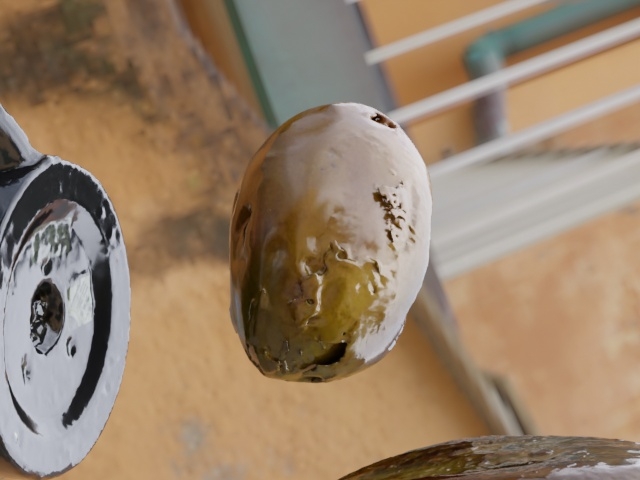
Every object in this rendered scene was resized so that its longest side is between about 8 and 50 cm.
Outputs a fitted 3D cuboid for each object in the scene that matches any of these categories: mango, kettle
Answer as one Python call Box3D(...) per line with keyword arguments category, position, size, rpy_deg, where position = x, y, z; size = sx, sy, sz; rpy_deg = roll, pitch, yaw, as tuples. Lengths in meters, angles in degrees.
Box3D(category="mango", position=(0.000, 0.000, 1.392), size=(0.156, 0.248, 0.151), rpy_deg=(-25, -53, 36))
Box3D(category="kettle", position=(-0.331, 0.007, 1.338), size=(0.228, 0.324, 0.321), rpy_deg=(-42, 131, -64))

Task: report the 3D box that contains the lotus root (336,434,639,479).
Box3D(category="lotus root", position=(0.122, 0.199, 1.031), size=(0.291, 0.193, 0.193), rpy_deg=(-8, -71, 25))
